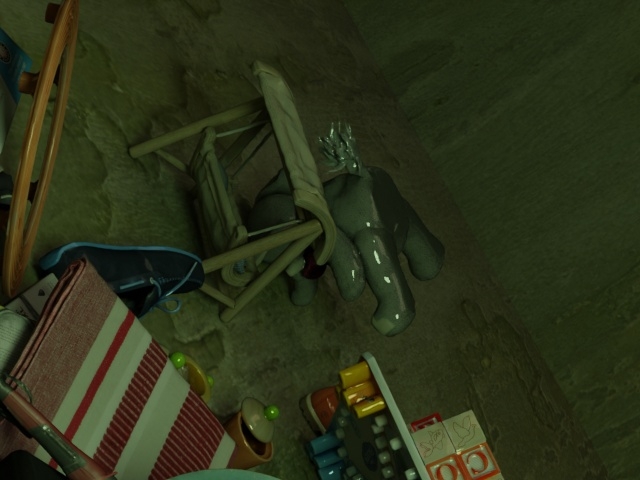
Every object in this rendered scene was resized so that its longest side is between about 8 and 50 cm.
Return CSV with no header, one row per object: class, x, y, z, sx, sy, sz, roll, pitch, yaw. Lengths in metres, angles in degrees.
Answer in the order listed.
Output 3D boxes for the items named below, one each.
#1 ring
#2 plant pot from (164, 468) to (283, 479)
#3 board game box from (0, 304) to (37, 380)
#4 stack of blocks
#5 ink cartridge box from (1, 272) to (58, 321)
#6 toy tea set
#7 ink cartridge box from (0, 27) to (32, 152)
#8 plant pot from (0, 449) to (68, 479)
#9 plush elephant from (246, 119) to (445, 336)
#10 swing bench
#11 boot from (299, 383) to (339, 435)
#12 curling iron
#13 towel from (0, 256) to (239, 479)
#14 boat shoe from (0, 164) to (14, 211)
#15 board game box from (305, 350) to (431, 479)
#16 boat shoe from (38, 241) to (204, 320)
ring,-0.306,-0.104,1.524,0.032,0.336,0.336,12,33,-6
plant pot,-0.039,0.413,1.438,0.341,0.341,0.334,67,13,21
board game box,-0.376,0.117,1.344,0.243,0.042,0.165,34,55,-50
stack of blocks,0.147,0.317,1.842,0.297,0.087,0.171,103,-36,-64
ink cartridge box,-0.312,0.114,1.554,0.109,0.063,0.150,56,20,-7
toy tea set,-0.145,0.205,1.710,0.200,0.124,0.336,62,20,10
ink cartridge box,-0.463,-0.180,1.425,0.270,0.197,0.198,48,23,-27
plant pot,-0.259,0.303,1.268,0.187,0.188,0.167,42,12,-37
plush elephant,0.000,0.000,2.224,0.330,0.255,0.272,60,28,-20
swing bench,-0.106,-0.068,2.018,0.165,0.255,0.253,34,31,-49
boot,0.046,0.283,2.125,0.158,0.085,0.059,56,18,-11
curling iron,-0.205,0.215,1.307,0.274,0.035,0.068,41,-2,5
towel,-0.213,0.211,1.495,0.329,0.037,0.237,56,43,-36
boat shoe,-0.381,-0.029,1.585,0.065,0.075,0.206,54,15,-11
board game box,0.093,0.379,1.842,0.390,0.050,0.390,108,-40,-66
boat shoe,-0.244,0.062,1.773,0.258,0.109,0.089,1,65,-48
